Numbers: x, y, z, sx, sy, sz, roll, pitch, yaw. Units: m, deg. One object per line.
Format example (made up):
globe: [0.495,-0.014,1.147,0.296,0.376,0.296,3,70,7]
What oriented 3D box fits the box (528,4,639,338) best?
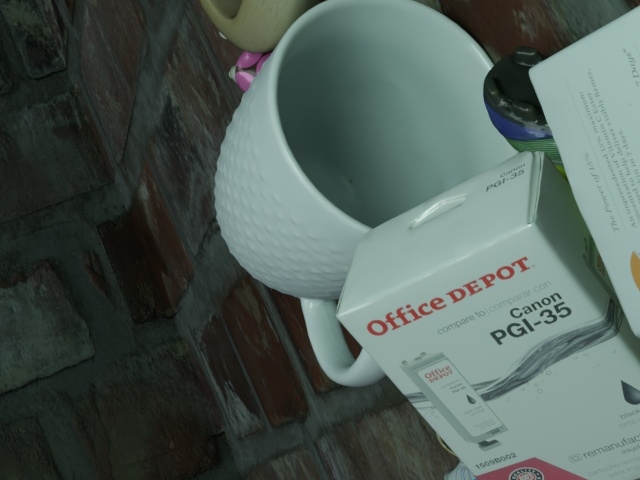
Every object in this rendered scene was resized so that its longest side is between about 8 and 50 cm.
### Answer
box: [0.313,-0.077,0.628,0.215,0.168,0.345,68,159,0]

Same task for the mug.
mug: [0.026,-0.026,1.152,0.328,0.276,0.374,139,127,-61]

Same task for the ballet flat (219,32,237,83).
ballet flat: [-0.091,-0.288,1.527,0.107,0.106,0.316,22,131,63]

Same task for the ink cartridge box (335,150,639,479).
ink cartridge box: [0.179,0.091,0.926,0.207,0.117,0.283,-28,114,31]

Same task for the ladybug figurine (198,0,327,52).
ladybug figurine: [-0.057,-0.397,1.237,0.305,0.162,0.449,67,163,3]

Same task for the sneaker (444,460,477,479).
sneaker: [0.217,0.287,1.389,0.191,0.071,0.083,-39,67,60]

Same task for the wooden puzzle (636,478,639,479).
wooden puzzle: [0.363,0.338,0.871,0.322,0.080,0.348,-52,57,39]

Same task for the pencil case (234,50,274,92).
pencil case: [-0.021,-0.197,1.415,0.209,0.098,0.095,41,-174,20]

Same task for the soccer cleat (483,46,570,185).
soccer cleat: [0.258,-0.066,0.933,0.289,0.093,0.121,49,-177,33]

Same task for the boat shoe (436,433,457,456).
boat shoe: [0.196,0.203,1.231,0.324,0.120,0.122,13,103,63]
